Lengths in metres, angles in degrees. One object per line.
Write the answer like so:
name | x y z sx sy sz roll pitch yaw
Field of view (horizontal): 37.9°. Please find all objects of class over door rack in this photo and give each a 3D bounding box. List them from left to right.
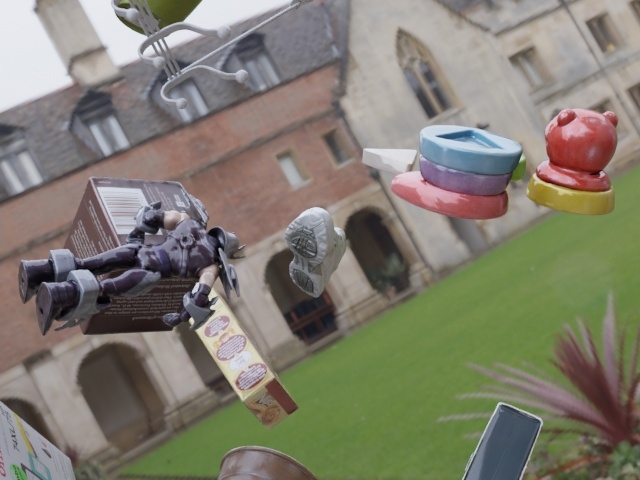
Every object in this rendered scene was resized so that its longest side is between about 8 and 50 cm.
over door rack | -0.143 -0.372 1.449 0.324 0.108 0.239 -42 -28 -12

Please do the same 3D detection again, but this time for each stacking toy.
stacking toy | 0.229 -0.135 1.275 0.309 0.130 0.279 -4 23 -29

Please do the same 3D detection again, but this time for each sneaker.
sneaker | 0.000 0.000 1.708 0.115 0.090 0.232 -47 -18 -28

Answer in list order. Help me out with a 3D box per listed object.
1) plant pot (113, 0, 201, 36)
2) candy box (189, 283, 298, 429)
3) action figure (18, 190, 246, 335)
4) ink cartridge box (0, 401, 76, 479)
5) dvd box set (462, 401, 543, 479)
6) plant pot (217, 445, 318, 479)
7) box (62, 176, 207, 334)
plant pot | -0.355 -0.623 2.136 0.275 0.274 0.294 144 146 -70
candy box | -0.182 0.231 1.968 0.087 0.316 0.183 -35 -33 -5
action figure | -0.221 0.033 1.159 0.285 0.185 0.099 -14 -41 -29
ink cartridge box | -0.499 0.382 1.362 0.197 0.198 0.270 -31 -44 -2
dvd box set | 0.176 0.428 1.182 0.308 0.062 0.420 -59 -20 -29
plant pot | -0.095 0.409 1.314 0.167 0.167 0.165 -31 22 39
box | -0.308 0.026 1.527 0.167 0.168 0.203 0 -46 -37
